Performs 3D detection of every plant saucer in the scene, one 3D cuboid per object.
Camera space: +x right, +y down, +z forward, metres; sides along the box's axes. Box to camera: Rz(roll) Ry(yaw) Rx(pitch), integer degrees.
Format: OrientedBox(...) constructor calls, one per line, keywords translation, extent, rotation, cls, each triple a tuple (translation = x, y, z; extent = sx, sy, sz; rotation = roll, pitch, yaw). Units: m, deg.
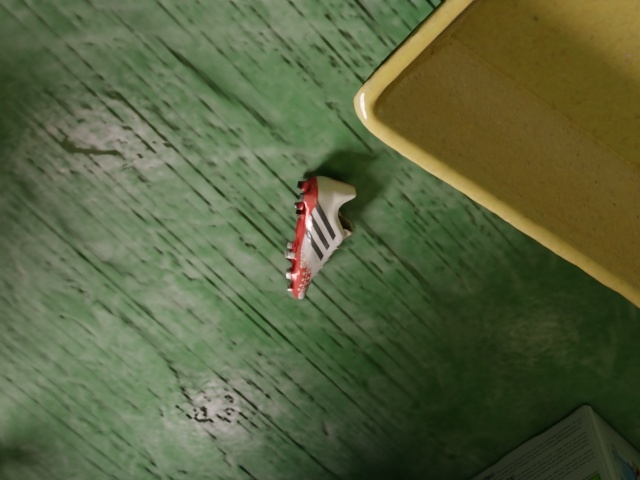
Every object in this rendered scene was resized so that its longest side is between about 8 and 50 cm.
OrientedBox(translation=(0.236, -0.117, 0.974), extent=(0.333, 0.081, 0.333), rotation=(31, 119, -30), cls="plant saucer")

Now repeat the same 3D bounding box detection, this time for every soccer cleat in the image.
OrientedBox(translation=(0.000, 0.000, 1.069), extent=(0.036, 0.029, 0.083), rotation=(5, 124, -7), cls="soccer cleat")

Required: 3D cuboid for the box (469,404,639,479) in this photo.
OrientedBox(translation=(0.197, 0.220, 1.229), extent=(0.114, 0.103, 0.203), rotation=(-36, 125, 20), cls="box")
